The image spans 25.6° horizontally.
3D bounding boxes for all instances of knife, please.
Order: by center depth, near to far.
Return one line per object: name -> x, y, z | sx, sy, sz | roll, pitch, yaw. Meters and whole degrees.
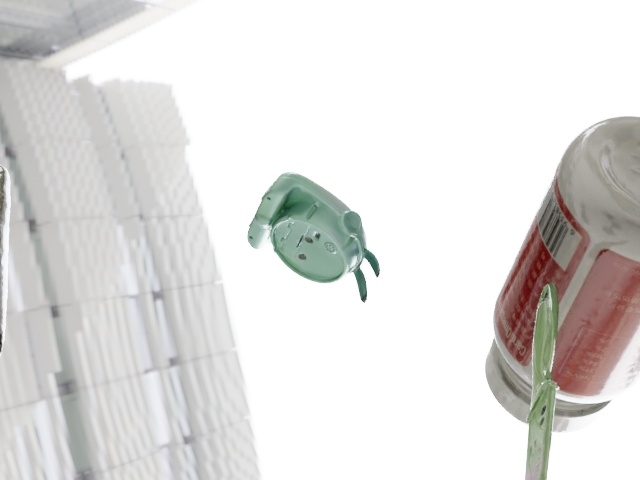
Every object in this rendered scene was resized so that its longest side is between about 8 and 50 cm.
knife -> 0.141, 0.095, 0.885 | 0.014, 0.207, 0.030 | 24, -48, -9

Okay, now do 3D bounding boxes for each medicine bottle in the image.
medicine bottle -> 0.208, 0.032, 1.056 | 0.131, 0.131, 0.250 | 36, -39, 17

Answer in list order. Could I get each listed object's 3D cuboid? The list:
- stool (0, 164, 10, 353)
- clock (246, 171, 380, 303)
stool -> -0.463, 0.081, 1.437 | 0.310, 0.226, 0.310 | -55, -149, 35
clock -> 0.000, 0.000, 1.336 | 0.135, 0.041, 0.101 | 32, -38, 5
